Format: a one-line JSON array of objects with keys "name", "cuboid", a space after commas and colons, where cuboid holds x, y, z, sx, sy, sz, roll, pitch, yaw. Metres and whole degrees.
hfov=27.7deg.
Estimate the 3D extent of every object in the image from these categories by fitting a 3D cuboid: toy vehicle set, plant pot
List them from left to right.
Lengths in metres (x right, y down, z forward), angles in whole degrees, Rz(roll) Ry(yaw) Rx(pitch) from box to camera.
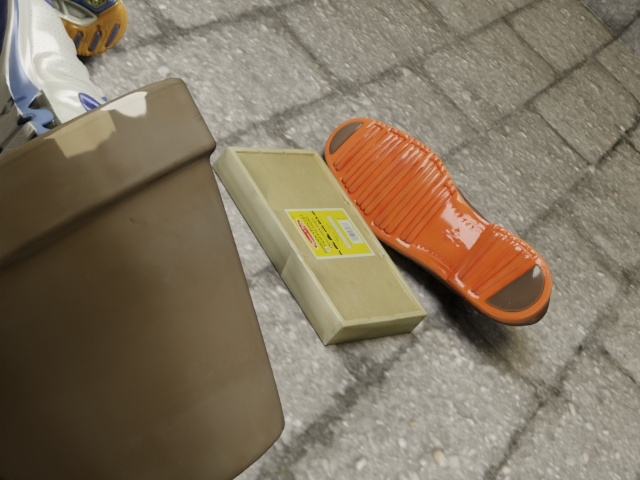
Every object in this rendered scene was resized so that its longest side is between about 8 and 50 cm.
[{"name": "plant pot", "cuboid": [-0.175, 0.072, 1.008, 0.280, 0.323, 0.323, 59, 30, -4]}, {"name": "toy vehicle set", "cuboid": [0.000, 0.000, 1.531, 0.166, 0.035, 0.267, -2, 52, -50]}]

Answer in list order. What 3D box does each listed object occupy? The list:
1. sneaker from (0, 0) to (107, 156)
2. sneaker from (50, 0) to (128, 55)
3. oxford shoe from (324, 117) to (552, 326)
[{"name": "sneaker", "cuboid": [-0.254, -0.114, 1.311, 0.182, 0.127, 0.315, 14, 48, -46]}, {"name": "sneaker", "cuboid": [-0.358, -0.313, 1.468, 0.296, 0.112, 0.131, 33, 17, -26]}, {"name": "oxford shoe", "cuboid": [0.145, -0.014, 1.676, 0.363, 0.130, 0.133, 46, -3, 19]}]
